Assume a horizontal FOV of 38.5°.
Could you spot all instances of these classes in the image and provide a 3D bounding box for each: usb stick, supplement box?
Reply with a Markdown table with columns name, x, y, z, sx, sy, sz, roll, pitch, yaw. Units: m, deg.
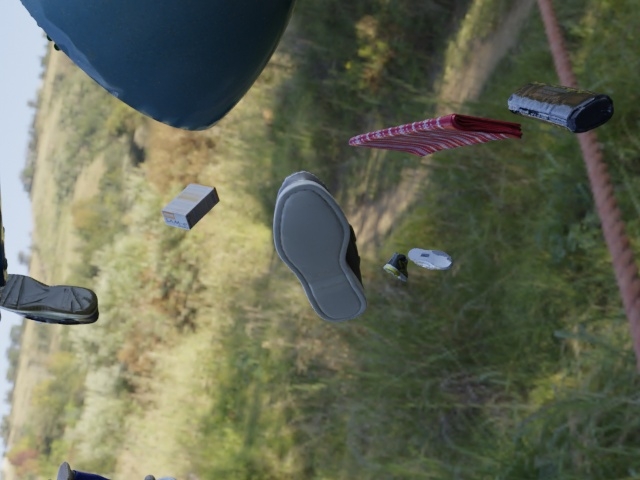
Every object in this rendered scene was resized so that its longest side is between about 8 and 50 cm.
| name | x | y | z | sx | sy | sz | roll | pitch | yaw |
| --- | --- | --- | --- | --- | --- | --- | --- | --- | --- |
| usb stick | 0.364 | -0.208 | 1.412 | 0.045 | 0.077 | 0.278 | 58 | 180 | -16 |
| supplement box | -0.247 | -0.066 | 1.749 | 0.098 | 0.062 | 0.036 | -48 | -42 | -38 |

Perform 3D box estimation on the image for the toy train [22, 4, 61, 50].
| name | x | y | z | sx | sy | sz | roll | pitch | yaw |
| --- | --- | --- | --- | --- | --- | --- | --- | --- | --- |
| toy train | -0.282 | -0.231 | 0.938 | 0.023 | 0.017 | 0.083 | -57 | -48 | -33 |

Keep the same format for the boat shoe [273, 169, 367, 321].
| name | x | y | z | sx | sy | sz | roll | pitch | yaw |
| --- | --- | --- | --- | --- | --- | --- | --- | --- | --- |
| boat shoe | 0.000 | 0.000 | 1.433 | 0.324 | 0.117 | 0.096 | 66 | -167 | -47 |

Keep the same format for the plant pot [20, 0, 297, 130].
| name | x | y | z | sx | sy | sz | roll | pitch | yaw |
| --- | --- | --- | --- | --- | --- | --- | --- | --- | --- |
| plant pot | -0.122 | -0.273 | 0.830 | 0.195 | 0.290 | 0.290 | -36 | 27 | 23 |

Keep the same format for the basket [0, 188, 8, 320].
| name | x | y | z | sx | sy | sz | roll | pitch | yaw |
| --- | --- | --- | --- | --- | --- | --- | --- | --- | --- |
| basket | -0.421 | 0.017 | 0.875 | 0.201 | 0.255 | 0.289 | -108 | 14 | -66 |

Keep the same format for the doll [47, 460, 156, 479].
| name | x | y | z | sx | sy | sz | roll | pitch | yaw |
| --- | --- | --- | --- | --- | --- | --- | --- | --- | --- |
| doll | -0.260 | 0.340 | 1.169 | 0.129 | 0.189 | 0.046 | -47 | 35 | 22 |

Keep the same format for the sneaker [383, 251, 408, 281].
| name | x | y | z | sx | sy | sz | roll | pitch | yaw |
| --- | --- | --- | --- | --- | --- | --- | --- | --- | --- |
| sneaker | 0.122 | 0.039 | 1.382 | 0.035 | 0.031 | 0.083 | -59 | -17 | 2 |

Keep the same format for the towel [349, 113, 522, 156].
| name | x | y | z | sx | sy | sz | roll | pitch | yaw |
| --- | --- | --- | --- | --- | --- | --- | --- | --- | --- |
| towel | 0.214 | -0.194 | 1.715 | 0.275 | 0.199 | 0.031 | -6 | 84 | 50 |

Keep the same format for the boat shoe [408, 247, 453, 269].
| name | x | y | z | sx | sy | sz | roll | pitch | yaw |
| --- | --- | --- | --- | --- | --- | --- | --- | --- | --- |
| boat shoe | 0.220 | 0.041 | 1.796 | 0.035 | 0.100 | 0.035 | 47 | -119 | -46 |

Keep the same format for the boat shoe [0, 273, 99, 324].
| name | x | y | z | sx | sy | sz | roll | pitch | yaw |
| --- | --- | --- | --- | --- | --- | --- | --- | --- | --- |
| boat shoe | -0.514 | 0.118 | 1.679 | 0.073 | 0.224 | 0.080 | 92 | -172 | -49 |

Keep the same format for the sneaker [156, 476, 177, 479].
| name | x | y | z | sx | sy | sz | roll | pitch | yaw |
| --- | --- | --- | --- | --- | --- | --- | --- | --- | --- |
| sneaker | -0.249 | 0.460 | 1.313 | 0.296 | 0.147 | 0.104 | -47 | 6 | 24 |
